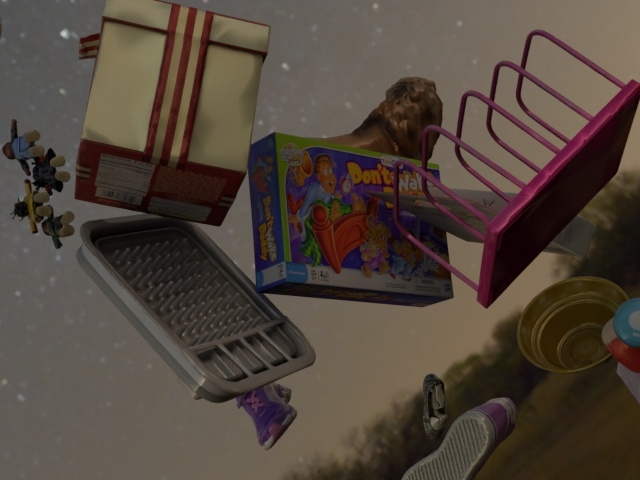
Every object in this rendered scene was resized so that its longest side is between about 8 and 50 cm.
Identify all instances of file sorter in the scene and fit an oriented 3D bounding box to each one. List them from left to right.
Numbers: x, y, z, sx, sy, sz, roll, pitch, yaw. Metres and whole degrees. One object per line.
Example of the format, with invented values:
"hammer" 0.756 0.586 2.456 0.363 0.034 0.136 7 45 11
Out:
"file sorter" 0.250 -0.103 1.477 0.290 0.182 0.202 -43 -23 -19

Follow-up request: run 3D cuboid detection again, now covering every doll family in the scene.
"doll family" -0.416 -0.082 1.638 0.076 0.193 0.111 -4 1 -29

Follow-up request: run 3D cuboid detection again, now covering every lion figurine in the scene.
"lion figurine" 0.046 -0.141 1.994 0.392 0.240 0.142 -16 19 -14

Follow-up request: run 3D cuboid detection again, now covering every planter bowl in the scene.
"planter bowl" 0.481 0.178 2.073 0.217 0.217 0.090 -46 -49 -14

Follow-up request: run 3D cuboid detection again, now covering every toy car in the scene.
"toy car" 0.573 0.176 1.704 0.210 0.238 0.219 -33 -15 4

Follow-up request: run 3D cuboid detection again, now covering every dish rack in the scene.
"dish rack" -0.185 0.098 1.601 0.072 0.333 0.285 -51 -17 23

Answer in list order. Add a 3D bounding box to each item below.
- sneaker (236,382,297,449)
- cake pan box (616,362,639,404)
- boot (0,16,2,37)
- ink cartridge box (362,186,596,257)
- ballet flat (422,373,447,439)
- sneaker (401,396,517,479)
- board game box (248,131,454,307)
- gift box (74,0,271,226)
"sneaker" -0.111 0.310 2.099 0.095 0.104 0.236 -47 12 3
"cake pan box" 0.713 0.291 2.316 0.070 0.267 0.246 -22 -39 -10
"boot" -0.527 -0.391 1.661 0.095 0.258 0.123 -7 -33 -12
"ink cartridge box" 0.235 -0.050 1.694 0.275 0.239 0.060 9 77 57
"ballet flat" 0.188 0.275 1.823 0.041 0.041 0.114 -27 -66 -60
"sneaker" 0.263 0.393 2.029 0.161 0.102 0.282 -21 -27 -52
"board game box" 0.051 -0.025 1.767 0.347 0.233 0.078 7 -19 -39
"gift box" -0.222 -0.185 1.564 0.276 0.255 0.258 139 141 -65
